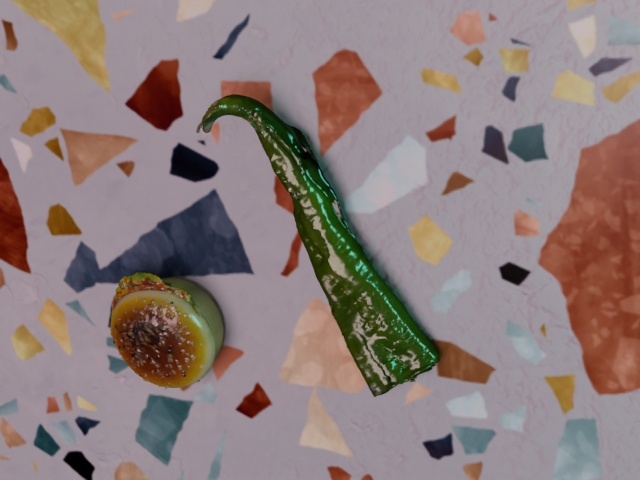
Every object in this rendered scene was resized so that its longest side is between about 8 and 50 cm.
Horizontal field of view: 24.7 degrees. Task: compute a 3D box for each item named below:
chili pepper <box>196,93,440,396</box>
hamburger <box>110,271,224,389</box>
[{"bbox_3d":[0.000,-0.001,1.513,0.085,0.076,0.359,-31,98,11],"label":"chili pepper"},{"bbox_3d":[-0.174,0.098,1.621,0.127,0.081,0.141,-3,108,25],"label":"hamburger"}]
